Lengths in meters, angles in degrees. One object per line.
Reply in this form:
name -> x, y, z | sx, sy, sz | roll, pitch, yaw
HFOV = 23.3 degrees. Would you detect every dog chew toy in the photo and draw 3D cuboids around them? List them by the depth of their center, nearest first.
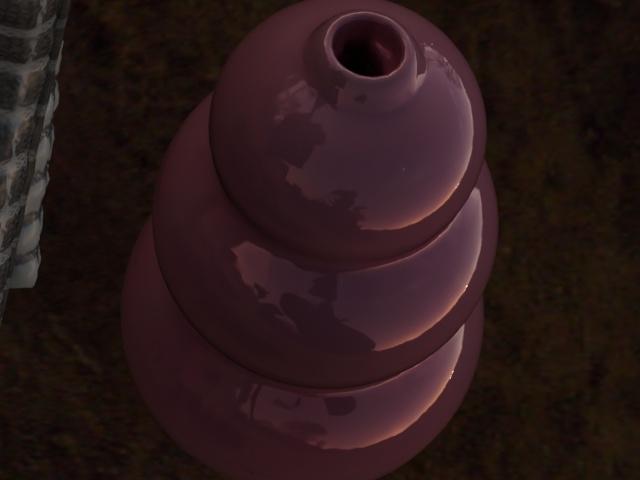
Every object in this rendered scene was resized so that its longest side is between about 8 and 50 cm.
dog chew toy -> 0.000, 0.000, 0.812 | 0.207, 0.332, 0.206 | 4, 60, -6

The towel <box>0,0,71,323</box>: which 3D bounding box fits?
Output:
towel -> -0.210, -0.054, 0.443 | 0.284, 0.121, 0.235 | 4, 126, -17
